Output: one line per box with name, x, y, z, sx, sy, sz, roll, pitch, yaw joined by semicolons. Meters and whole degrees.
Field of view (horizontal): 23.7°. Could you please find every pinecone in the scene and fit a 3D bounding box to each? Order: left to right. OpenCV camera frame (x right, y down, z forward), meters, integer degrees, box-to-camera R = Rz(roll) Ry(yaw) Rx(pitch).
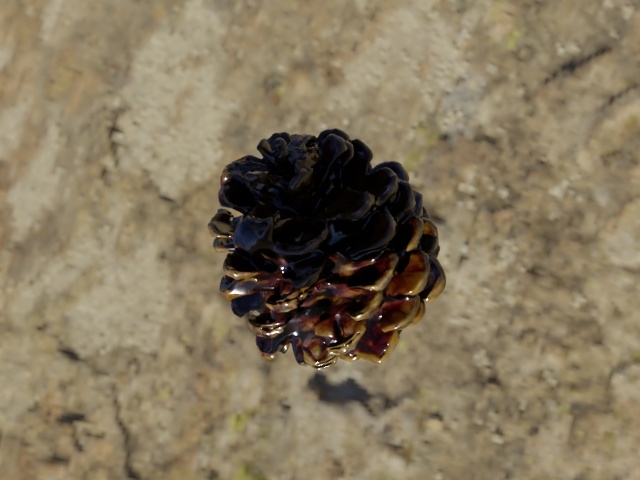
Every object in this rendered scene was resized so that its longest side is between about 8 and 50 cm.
pinecone;-0.003;-0.002;1.562;0.243;0.257;0.243;-29;14;8
